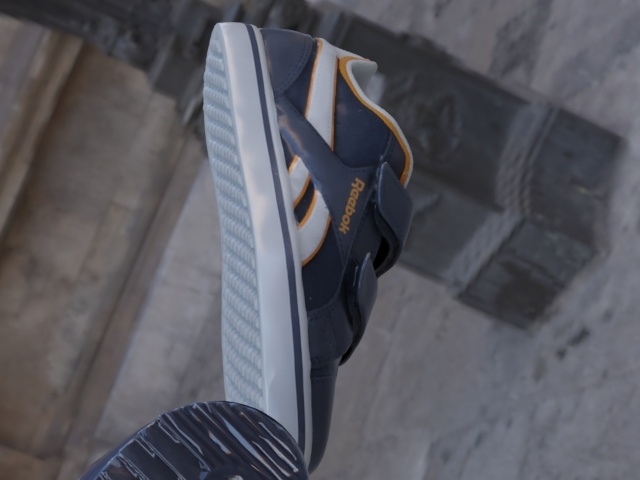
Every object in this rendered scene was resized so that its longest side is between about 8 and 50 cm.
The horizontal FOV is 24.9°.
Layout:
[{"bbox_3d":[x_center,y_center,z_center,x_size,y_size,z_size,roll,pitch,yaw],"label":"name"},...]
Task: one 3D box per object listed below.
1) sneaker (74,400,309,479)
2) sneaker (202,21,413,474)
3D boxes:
[{"bbox_3d":[-0.134,0.192,0.653,0.319,0.112,0.131,-36,-4,-4],"label":"sneaker"},{"bbox_3d":[0.000,0.000,0.925,0.126,0.127,0.321,121,148,-59],"label":"sneaker"}]
